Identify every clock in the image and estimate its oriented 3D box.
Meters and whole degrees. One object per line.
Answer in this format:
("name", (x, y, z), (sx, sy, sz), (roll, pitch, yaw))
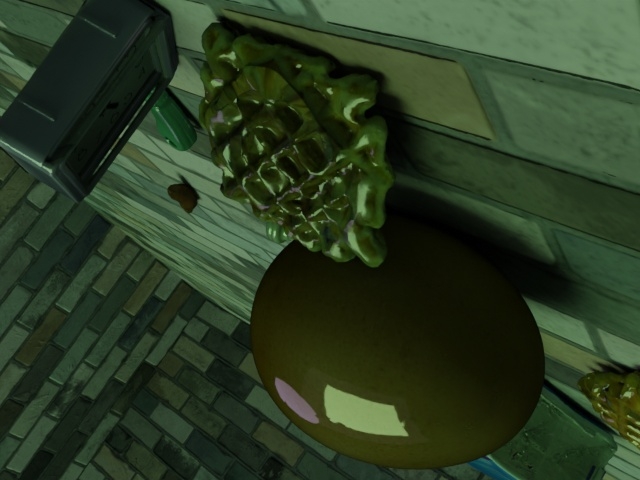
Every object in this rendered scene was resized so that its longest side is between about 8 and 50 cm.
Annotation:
("clock", (-0.226, -0.144, 0.796), (0.073, 0.193, 0.144), (33, 169, 0))

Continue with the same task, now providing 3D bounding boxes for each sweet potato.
("sweet potato", (-0.256, -0.078, 1.515), (0.044, 0.044, 0.179), (33, 175, 9))

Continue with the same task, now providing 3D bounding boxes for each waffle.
("waffle", (0.408, 0.220, 0.868), (0.245, 0.052, 0.254), (39, 168, -14))
("waffle", (-0.030, -0.076, 0.704), (0.223, 0.054, 0.204), (27, 142, 31))

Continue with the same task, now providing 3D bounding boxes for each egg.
("egg", (0.073, 0.102, 0.814), (0.322, 0.250, 0.250), (22, 163, 43))

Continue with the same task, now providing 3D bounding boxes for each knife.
("knife", (-0.218, -0.199, 0.975), (0.063, 0.034, 0.260), (35, 164, 31))

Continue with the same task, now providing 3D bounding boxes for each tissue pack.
("tissue pack", (0.293, 0.298, 1.250), (0.198, 0.146, 0.263), (36, 168, -11))

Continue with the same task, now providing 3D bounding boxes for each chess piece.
("chess piece", (0.000, 0.000, 1.101), (0.149, 0.059, 0.059), (25, 166, 19))
